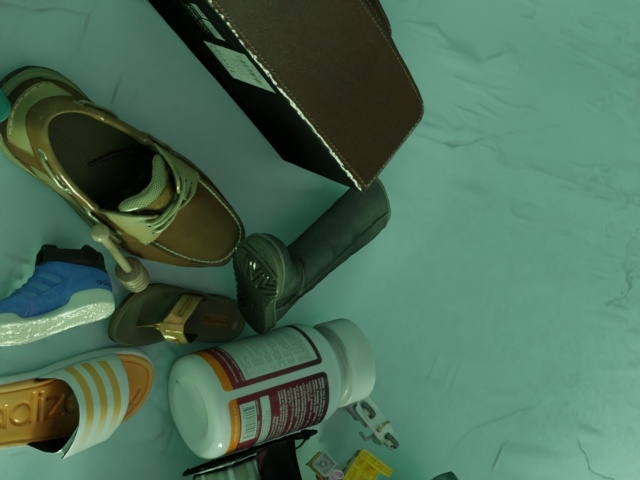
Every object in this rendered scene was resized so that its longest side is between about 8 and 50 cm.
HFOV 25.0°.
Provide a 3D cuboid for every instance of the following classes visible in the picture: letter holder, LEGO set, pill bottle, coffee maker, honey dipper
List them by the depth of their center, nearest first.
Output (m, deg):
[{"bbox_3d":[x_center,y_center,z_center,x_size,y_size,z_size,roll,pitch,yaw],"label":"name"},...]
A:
[{"bbox_3d":[-0.208,0.017,1.480,0.030,0.030,0.161,-51,163,-10],"label":"honey dipper"},{"bbox_3d":[-0.009,-0.237,1.508,0.214,0.152,0.302,-51,130,-12],"label":"letter holder"},{"bbox_3d":[-0.051,0.321,1.644,0.171,0.120,0.178,-16,85,-19],"label":"coffee maker"},{"bbox_3d":[-0.053,0.164,1.651,0.221,0.121,0.121,-14,116,-33],"label":"pill bottle"},{"bbox_3d":[-0.028,0.316,1.771,0.287,0.107,0.132,-32,89,-18],"label":"LEGO set"}]

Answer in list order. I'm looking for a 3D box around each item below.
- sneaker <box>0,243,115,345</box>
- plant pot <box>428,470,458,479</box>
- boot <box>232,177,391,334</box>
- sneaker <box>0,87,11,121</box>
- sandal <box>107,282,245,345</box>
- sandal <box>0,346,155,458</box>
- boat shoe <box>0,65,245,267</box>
[{"bbox_3d":[-0.289,0.051,1.476,0.152,0.085,0.058,-16,152,4],"label":"sneaker"},{"bbox_3d":[0.103,0.454,1.811,0.196,0.293,0.293,-11,118,-3],"label":"plant pot"},{"bbox_3d":[-0.001,-0.002,1.610,0.208,0.076,0.190,-35,164,-22],"label":"boot"},{"bbox_3d":[-0.341,-0.185,1.288,0.178,0.124,0.296,33,94,-36],"label":"sneaker"},{"bbox_3d":[-0.150,0.089,1.594,0.180,0.049,0.072,6,104,-39],"label":"sandal"},{"bbox_3d":[-0.282,0.186,1.515,0.265,0.076,0.102,-11,114,-34],"label":"sandal"},{"bbox_3d":[-0.194,-0.054,1.458,0.324,0.120,0.123,33,87,-40],"label":"boat shoe"}]
